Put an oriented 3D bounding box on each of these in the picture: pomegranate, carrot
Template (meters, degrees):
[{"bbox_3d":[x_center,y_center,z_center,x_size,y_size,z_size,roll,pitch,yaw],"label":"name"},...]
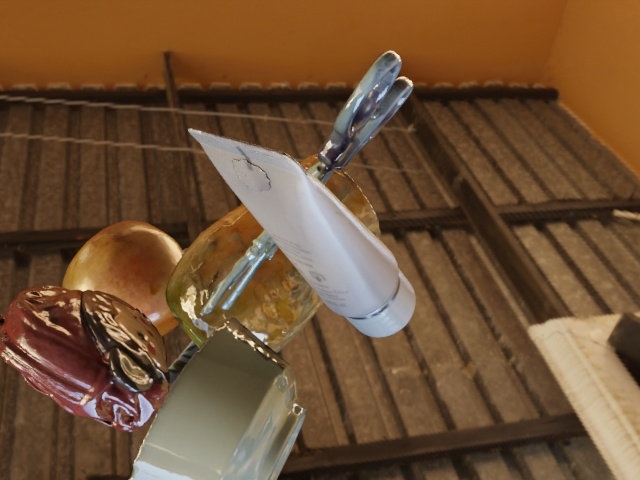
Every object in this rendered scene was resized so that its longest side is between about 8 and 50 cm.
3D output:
[{"bbox_3d":[-0.372,0.096,1.358,0.270,0.252,0.229,-41,-78,-28],"label":"pomegranate"},{"bbox_3d":[-0.079,0.039,1.173,0.341,0.224,0.224,-41,-122,-18],"label":"carrot"}]

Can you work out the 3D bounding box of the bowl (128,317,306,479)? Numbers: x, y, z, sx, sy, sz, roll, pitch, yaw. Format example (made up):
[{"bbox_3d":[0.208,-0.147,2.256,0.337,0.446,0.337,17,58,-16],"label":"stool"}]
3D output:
[{"bbox_3d":[-0.086,0.190,0.710,0.112,0.211,0.211,24,-139,8],"label":"bowl"}]

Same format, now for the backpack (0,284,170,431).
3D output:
[{"bbox_3d":[-0.292,0.139,0.890,0.229,0.138,0.229,35,-177,-2],"label":"backpack"}]

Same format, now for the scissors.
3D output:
[{"bbox_3d":[-0.018,-0.054,0.875,0.029,0.383,0.256,39,-168,6],"label":"scissors"}]

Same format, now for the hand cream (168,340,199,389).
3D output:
[{"bbox_3d":[-0.327,0.312,1.689,0.091,0.058,0.271,53,-126,-10],"label":"hand cream"}]

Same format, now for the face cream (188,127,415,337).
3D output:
[{"bbox_3d":[0.000,0.000,0.716,0.143,0.314,0.089,23,-105,41],"label":"face cream"}]
